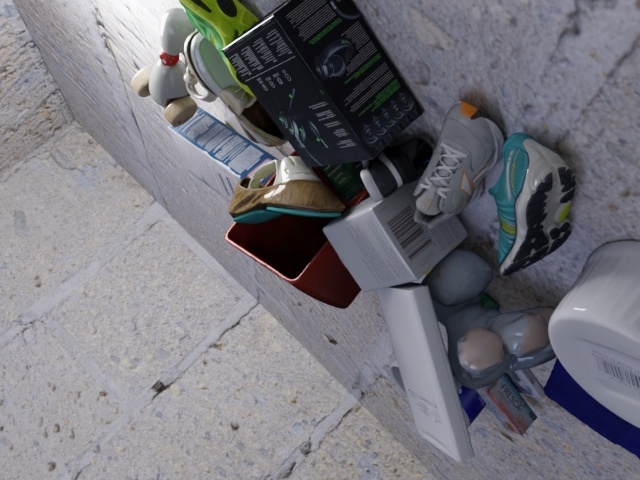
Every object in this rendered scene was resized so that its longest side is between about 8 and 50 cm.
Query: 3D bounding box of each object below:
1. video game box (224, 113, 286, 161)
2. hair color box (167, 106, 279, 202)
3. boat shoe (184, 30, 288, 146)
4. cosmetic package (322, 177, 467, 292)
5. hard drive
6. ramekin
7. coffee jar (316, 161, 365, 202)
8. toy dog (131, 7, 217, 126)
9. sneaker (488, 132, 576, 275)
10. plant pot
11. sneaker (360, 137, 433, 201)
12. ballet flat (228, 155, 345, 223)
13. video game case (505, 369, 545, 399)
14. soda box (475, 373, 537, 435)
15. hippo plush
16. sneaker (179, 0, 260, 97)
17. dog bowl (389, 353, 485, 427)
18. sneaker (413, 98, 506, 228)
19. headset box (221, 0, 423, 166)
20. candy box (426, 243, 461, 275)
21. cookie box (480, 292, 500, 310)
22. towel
[{"bbox_3d":[-0.161,-0.212,1.762,0.205,0.048,0.187,44,164,10],"label":"video game box"},{"bbox_3d":[-0.217,-0.181,1.708,0.347,0.105,0.174,37,159,30],"label":"hair color box"},{"bbox_3d":[-0.161,-0.319,1.443,0.103,0.113,0.302,25,163,48],"label":"boat shoe"},{"bbox_3d":[0.134,-0.014,1.255,0.151,0.151,0.183,57,151,-8],"label":"cosmetic package"},{"bbox_3d":[0.186,0.227,1.253,0.203,0.040,0.308,178,75,-77],"label":"hard drive"},{"bbox_3d":[0.455,0.146,0.948,0.277,0.135,0.277,42,161,17],"label":"ramekin"},{"bbox_3d":[0.025,-0.170,1.331,0.184,0.096,0.079,47,128,-3],"label":"coffee jar"},{"bbox_3d":[-0.315,-0.412,1.592,0.333,0.161,0.220,-15,113,54],"label":"toy dog"},{"bbox_3d":[0.301,-0.047,1.001,0.275,0.107,0.110,81,162,-53],"label":"sneaker"},{"bbox_3d":[0.000,0.000,1.531,0.267,0.267,0.236,30,167,44],"label":"plant pot"},{"bbox_3d":[0.137,-0.136,1.185,0.079,0.121,0.217,60,-166,-18],"label":"sneaker"},{"bbox_3d":[-0.075,-0.101,1.358,0.342,0.116,0.124,-2,85,56],"label":"ballet flat"},{"bbox_3d":[0.400,0.278,1.554,0.173,0.022,0.190,52,162,-14],"label":"video game case"},{"bbox_3d":[0.410,0.354,1.554,0.183,0.063,0.058,52,162,-14],"label":"soda box"},{"bbox_3d":[0.302,0.135,1.267,0.294,0.234,0.237,97,154,-61],"label":"hippo plush"},{"bbox_3d":[-0.173,-0.409,1.309,0.296,0.109,0.123,54,-179,-20],"label":"sneaker"},{"bbox_3d":[0.318,0.400,1.875,0.265,0.104,0.265,41,162,17],"label":"dog bowl"},{"bbox_3d":[0.199,-0.099,1.040,0.099,0.121,0.262,39,161,22],"label":"sneaker"},{"bbox_3d":[0.003,-0.259,1.134,0.283,0.131,0.246,53,161,-17],"label":"headset box"},{"bbox_3d":[0.221,0.013,1.387,0.105,0.027,0.206,41,161,15],"label":"candy box"},{"bbox_3d":[0.311,0.132,1.413,0.107,0.040,0.092,39,160,23],"label":"cookie box"},{"bbox_3d":[0.540,0.288,1.153,0.308,0.076,0.228,33,156,25],"label":"towel"}]
